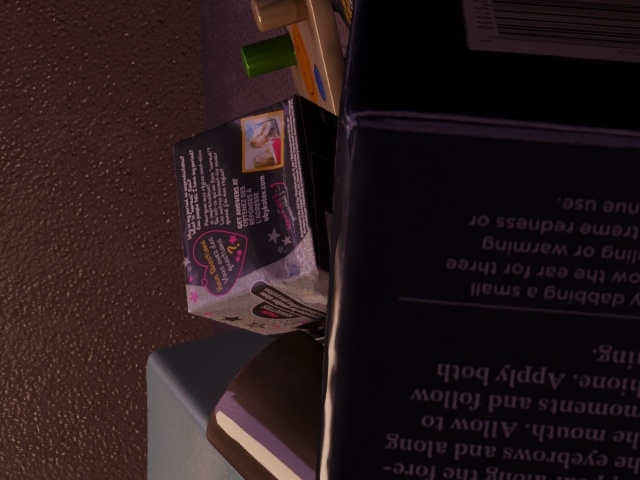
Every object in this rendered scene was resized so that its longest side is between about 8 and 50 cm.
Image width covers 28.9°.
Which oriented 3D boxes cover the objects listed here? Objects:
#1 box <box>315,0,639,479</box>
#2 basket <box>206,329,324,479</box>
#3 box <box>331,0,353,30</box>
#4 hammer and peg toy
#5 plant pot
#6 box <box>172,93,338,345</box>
[{"bbox_3d":[0.106,0.077,0.619,0.293,0.212,0.395,-83,-3,-63],"label":"box"},{"bbox_3d":[0.026,0.195,1.048,0.227,0.154,0.204,39,154,20],"label":"basket"},{"bbox_3d":[0.025,-0.261,0.935,0.183,0.056,0.231,-112,5,-55],"label":"box"},{"bbox_3d":[-0.018,-0.235,1.298,0.266,0.127,0.361,-119,14,-63],"label":"hammer and peg toy"},{"bbox_3d":[-0.049,0.271,1.494,0.252,0.247,0.248,43,137,49],"label":"plant pot"},{"bbox_3d":[0.000,0.000,1.111,0.247,0.142,0.163,22,-124,-53],"label":"box"}]
